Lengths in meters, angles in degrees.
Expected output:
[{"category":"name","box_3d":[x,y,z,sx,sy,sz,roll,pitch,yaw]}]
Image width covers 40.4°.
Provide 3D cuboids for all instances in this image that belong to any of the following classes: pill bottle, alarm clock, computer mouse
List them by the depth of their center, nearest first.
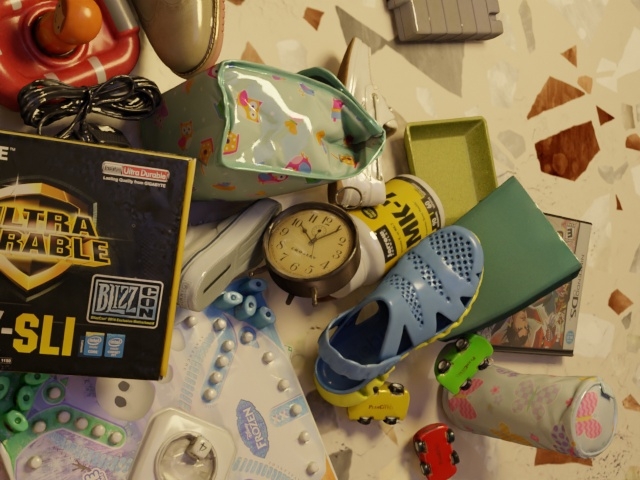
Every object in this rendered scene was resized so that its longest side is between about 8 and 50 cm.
[{"category":"computer mouse","box_3d":[-0.275,-0.062,1.064,0.188,0.072,0.273,-14,104,-43]},{"category":"alarm clock","box_3d":[0.000,0.000,1.172,0.192,0.129,0.064,-55,154,-23]},{"category":"pill bottle","box_3d":[0.079,-0.006,1.299,0.208,0.119,0.119,-33,103,-34]}]

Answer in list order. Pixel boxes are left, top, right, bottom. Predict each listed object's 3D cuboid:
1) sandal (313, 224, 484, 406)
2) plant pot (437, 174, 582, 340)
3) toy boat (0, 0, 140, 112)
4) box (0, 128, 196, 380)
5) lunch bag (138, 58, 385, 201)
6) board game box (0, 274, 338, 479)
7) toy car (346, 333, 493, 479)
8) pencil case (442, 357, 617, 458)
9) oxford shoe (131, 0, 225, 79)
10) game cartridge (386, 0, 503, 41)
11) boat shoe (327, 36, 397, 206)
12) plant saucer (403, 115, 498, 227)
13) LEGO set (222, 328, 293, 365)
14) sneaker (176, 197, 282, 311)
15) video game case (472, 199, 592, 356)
[{"category":"sandal","box_3d":[0.107,0.103,1.214,0.317,0.126,0.138,-48,157,-4]},{"category":"plant pot","box_3d":[0.251,0.047,1.335,0.234,0.165,0.166,-36,76,7]},{"category":"toy boat","box_3d":[-0.309,-0.248,1.031,0.231,0.151,0.151,-33,102,-35]},{"category":"box","box_3d":[-0.315,0.012,0.949,0.321,0.079,0.257,8,96,-19]},{"category":"lunch bag","box_3d":[-0.074,-0.131,1.140,0.262,0.223,0.160,1,83,-37]},{"category":"board game box","box_3d":[-0.164,0.279,1.077,0.389,0.050,0.390,-21,88,-33]},{"category":"toy car","box_3d":[0.173,0.231,1.333,0.239,0.053,0.225,41,90,-24]},{"category":"pencil case","box_3d":[0.319,0.255,1.347,0.113,0.273,0.124,47,65,-29]},{"category":"oxford shoe","box_3d":[-0.237,-0.391,1.094,0.146,0.140,0.397,-11,79,-57]},{"category":"game cartridge","box_3d":[0.191,-0.520,1.492,0.230,0.068,0.355,-10,90,-33]},{"category":"boat shoe","box_3d":[0.067,-0.173,1.300,0.096,0.098,0.277,7,69,-9]},{"category":"plant saucer","box_3d":[0.214,-0.107,1.457,0.188,0.045,0.189,-10,90,-36]},{"category":"LEGO set","box_3d":[-0.144,0.242,1.162,0.182,0.060,0.245,17,70,-23]},{"category":"sneaker","box_3d":[-0.136,0.000,1.149,0.258,0.091,0.094,-42,149,-56]},{"category":"video game case","box_3d":[0.362,0.073,1.513,0.274,0.035,0.249,9,90,-37]}]
